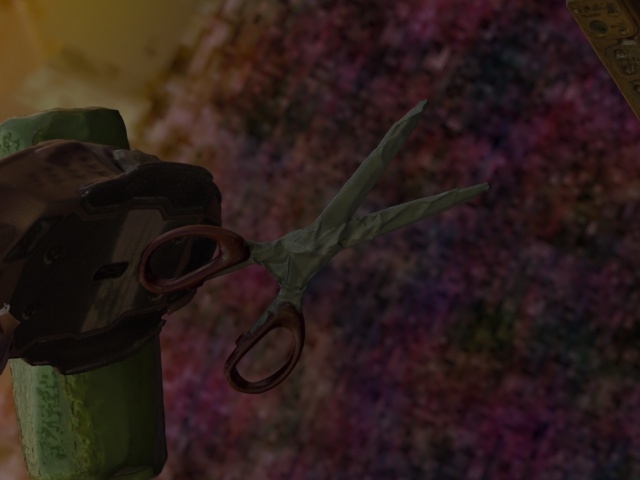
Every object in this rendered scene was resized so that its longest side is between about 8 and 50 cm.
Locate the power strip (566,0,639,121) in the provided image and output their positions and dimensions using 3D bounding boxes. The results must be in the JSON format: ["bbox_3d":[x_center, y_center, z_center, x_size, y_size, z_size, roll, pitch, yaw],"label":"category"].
[{"bbox_3d":[0.304,-0.150,1.818,0.064,0.305,0.044,-3,48,39],"label":"power strip"}]

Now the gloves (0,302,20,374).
[{"bbox_3d":[-0.267,0.049,1.222,0.114,0.153,0.070,92,-161,-81],"label":"gloves"}]

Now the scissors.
[{"bbox_3d":[0.000,0.000,1.430,0.248,0.144,0.017,-35,17,14],"label":"scissors"}]

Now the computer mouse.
[{"bbox_3d":[-0.226,0.004,1.593,0.389,0.115,0.199,-5,-58,-52],"label":"computer mouse"}]

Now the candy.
[{"bbox_3d":[-0.212,0.054,1.776,0.132,0.142,0.343,174,89,-78],"label":"candy"}]
